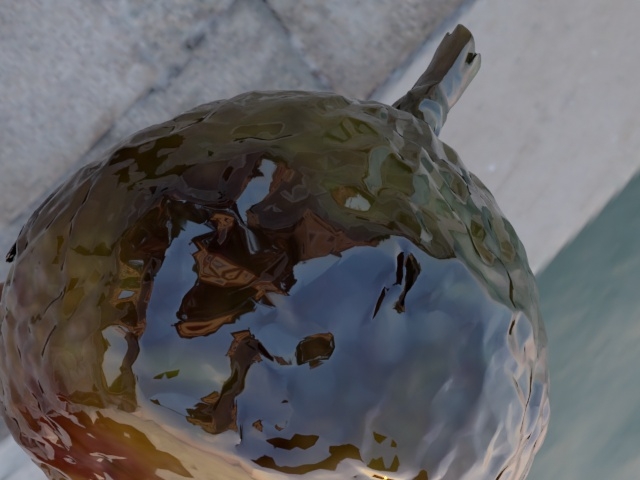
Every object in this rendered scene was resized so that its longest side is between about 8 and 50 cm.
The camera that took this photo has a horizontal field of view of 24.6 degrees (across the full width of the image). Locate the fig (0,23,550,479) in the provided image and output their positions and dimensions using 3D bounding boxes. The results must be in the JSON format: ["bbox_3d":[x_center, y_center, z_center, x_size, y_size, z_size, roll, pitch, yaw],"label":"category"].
[{"bbox_3d":[0.000,0.000,0.787,0.286,0.286,0.368,79,26,-45],"label":"fig"}]

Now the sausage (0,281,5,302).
[{"bbox_3d":[-0.209,0.067,1.100,0.179,0.089,0.089,-15,132,-24],"label":"sausage"}]
